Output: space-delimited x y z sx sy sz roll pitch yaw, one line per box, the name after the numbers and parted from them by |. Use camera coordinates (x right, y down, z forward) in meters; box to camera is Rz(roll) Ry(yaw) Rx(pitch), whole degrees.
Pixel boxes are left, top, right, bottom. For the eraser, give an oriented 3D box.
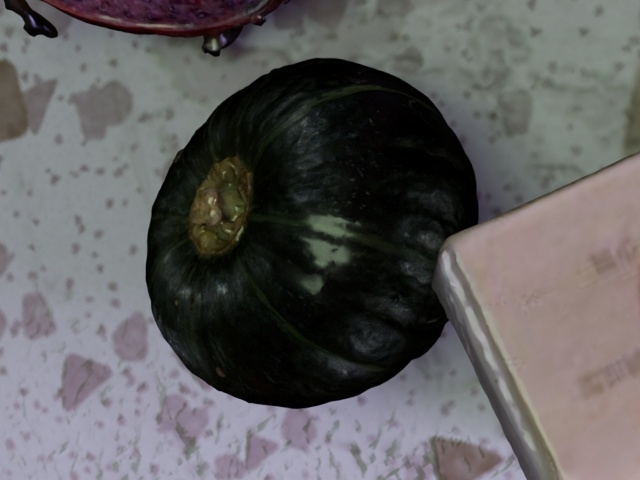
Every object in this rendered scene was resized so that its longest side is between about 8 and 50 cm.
0.232 0.000 0.909 0.343 0.078 0.144 -24 80 -4 | eraser

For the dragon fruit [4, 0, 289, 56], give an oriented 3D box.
-0.087 -0.228 1.063 0.219 0.223 0.148 5 53 12 | dragon fruit

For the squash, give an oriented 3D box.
-0.005 -0.001 1.018 0.193 0.156 0.193 -19 50 24 | squash
